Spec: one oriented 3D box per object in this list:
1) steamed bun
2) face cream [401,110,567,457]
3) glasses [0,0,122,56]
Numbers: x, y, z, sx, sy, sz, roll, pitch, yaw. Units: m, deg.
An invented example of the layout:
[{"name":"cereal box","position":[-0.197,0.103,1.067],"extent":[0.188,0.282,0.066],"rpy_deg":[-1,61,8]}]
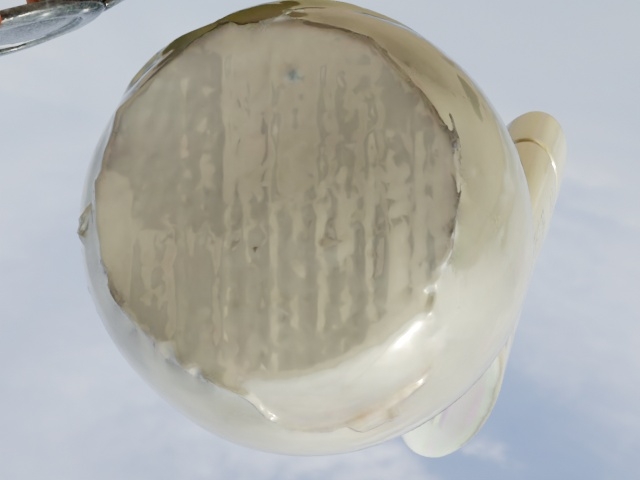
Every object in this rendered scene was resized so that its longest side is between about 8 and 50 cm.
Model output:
[{"name":"steamed bun","position":[0.000,0.000,0.793],"extent":[0.309,0.309,0.309],"rpy_deg":[7,-158,-3]},{"name":"face cream","position":[0.154,0.020,1.043],"extent":[0.081,0.173,0.348],"rpy_deg":[20,-138,7]},{"name":"glasses","position":[-0.212,-0.216,0.553],"extent":[0.118,0.268,0.234],"rpy_deg":[-20,176,19]}]
